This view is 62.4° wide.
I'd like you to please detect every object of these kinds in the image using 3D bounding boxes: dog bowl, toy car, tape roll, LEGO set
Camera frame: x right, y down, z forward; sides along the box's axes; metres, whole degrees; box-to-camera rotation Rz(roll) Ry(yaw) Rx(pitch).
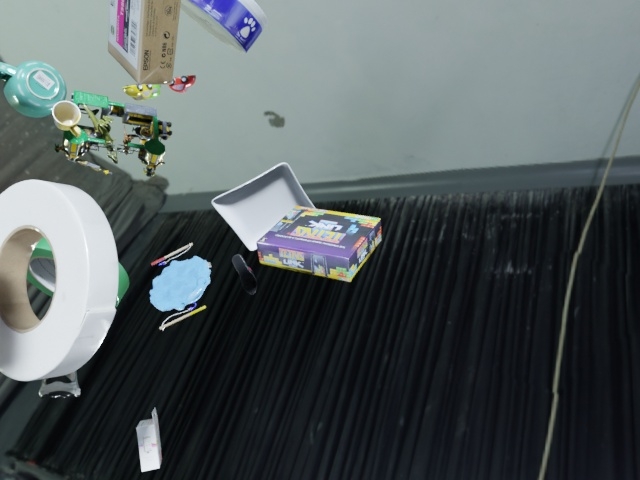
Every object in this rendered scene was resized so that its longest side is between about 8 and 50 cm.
[{"bbox_3d":[-0.276,-0.623,1.408,0.264,0.104,0.265,35,-176,-2],"label":"dog bowl"},{"bbox_3d":[-0.549,-0.503,1.761,0.225,0.238,0.053,19,124,57],"label":"toy car"},{"bbox_3d":[-0.553,0.076,1.041,0.391,0.393,0.072,0,176,29],"label":"tape roll"},{"bbox_3d":[-0.740,0.095,1.578,0.321,0.077,0.321,12,142,10],"label":"tape roll"},{"bbox_3d":[-0.635,-0.295,1.611,0.331,0.255,0.192,-3,150,-32],"label":"LEGO set"}]

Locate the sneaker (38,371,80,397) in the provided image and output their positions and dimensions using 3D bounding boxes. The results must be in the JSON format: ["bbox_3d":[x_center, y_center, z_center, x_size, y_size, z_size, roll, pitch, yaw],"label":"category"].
[{"bbox_3d":[-0.683,0.362,1.393,0.100,0.108,0.271,4,162,-26],"label":"sneaker"}]

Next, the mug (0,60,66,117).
[{"bbox_3d":[-0.713,-0.376,1.305,0.097,0.157,0.130,-2,100,46],"label":"mug"}]

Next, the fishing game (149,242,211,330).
[{"bbox_3d":[-0.386,0.122,1.476,0.189,0.264,0.041,-28,136,-2],"label":"fishing game"}]

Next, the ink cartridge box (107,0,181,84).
[{"bbox_3d":[-0.401,-0.500,1.192,0.193,0.088,0.235,44,132,33],"label":"ink cartridge box"}]

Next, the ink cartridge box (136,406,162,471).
[{"bbox_3d":[-0.631,0.728,1.945,0.067,0.198,0.115,-7,175,-13],"label":"ink cartridge box"}]

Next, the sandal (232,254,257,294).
[{"bbox_3d":[-0.309,0.139,2.207,0.067,0.040,0.179,-29,82,15],"label":"sandal"}]

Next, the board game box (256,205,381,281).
[{"bbox_3d":[0.000,0.000,0.898,0.170,0.141,0.048,10,122,24],"label":"board game box"}]

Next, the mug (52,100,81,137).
[{"bbox_3d":[-0.625,-0.293,1.296,0.062,0.078,0.064,-4,172,-32],"label":"mug"}]

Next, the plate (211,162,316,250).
[{"bbox_3d":[-0.181,-0.115,1.765,0.277,0.045,0.278,-27,136,6],"label":"plate"}]
